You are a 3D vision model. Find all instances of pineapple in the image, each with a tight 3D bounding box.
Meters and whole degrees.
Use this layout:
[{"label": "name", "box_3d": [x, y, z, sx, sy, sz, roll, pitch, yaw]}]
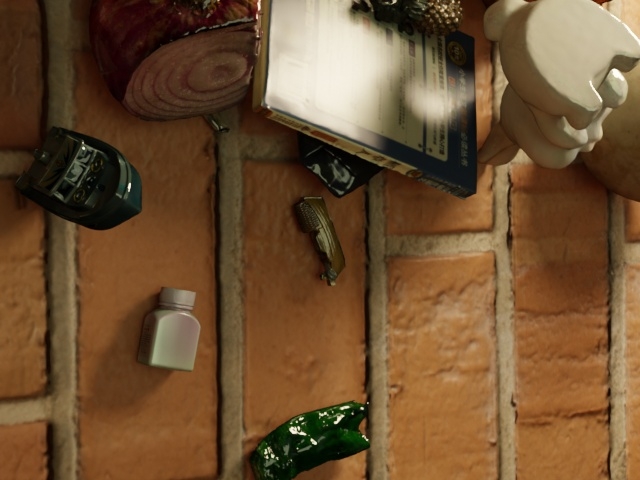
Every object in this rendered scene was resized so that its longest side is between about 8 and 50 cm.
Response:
[{"label": "pineapple", "box_3d": [0.147, -0.367, 1.969, 0.159, 0.074, 0.074, 7, 87, -34]}]

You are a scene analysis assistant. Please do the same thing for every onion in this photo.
[{"label": "onion", "box_3d": [-0.199, -0.315, 1.756, 0.256, 0.272, 0.230, -3, 66, -37]}]

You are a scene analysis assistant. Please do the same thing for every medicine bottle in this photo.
[{"label": "medicine bottle", "box_3d": [-0.218, 0.129, 1.838, 0.074, 0.055, 0.117, 11, 87, -30]}]

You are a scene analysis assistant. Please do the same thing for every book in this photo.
[{"label": "book", "box_3d": [0.082, -0.261, 1.942, 0.428, 0.039, 0.300, 20, 61, -34]}]

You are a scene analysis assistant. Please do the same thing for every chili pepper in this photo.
[{"label": "chili pepper", "box_3d": [-0.008, 0.315, 1.965, 0.224, 0.061, 0.098, -20, 94, -27]}]

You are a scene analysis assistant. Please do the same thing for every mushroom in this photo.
[{"label": "mushroom", "box_3d": [0.602, -0.221, 2.211, 0.297, 0.298, 0.290, 45, 43, -23]}]

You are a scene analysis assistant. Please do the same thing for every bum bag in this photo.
[{"label": "bum bag", "box_3d": [0.087, -0.163, 2.002, 0.310, 0.074, 0.137, -24, 91, -34]}]

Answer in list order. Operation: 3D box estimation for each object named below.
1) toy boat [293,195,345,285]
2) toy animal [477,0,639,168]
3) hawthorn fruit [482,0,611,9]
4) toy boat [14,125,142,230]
[{"label": "toy boat", "box_3d": [0.000, 0.000, 1.972, 0.049, 0.047, 0.149, -22, 99, -15]}, {"label": "toy animal", "box_3d": [0.352, -0.240, 2.005, 0.241, 0.367, 0.196, 40, 73, 15]}, {"label": "hawthorn fruit", "box_3d": [0.356, -0.479, 2.059, 0.298, 0.277, 0.277, 28, 76, -2]}, {"label": "toy boat", "box_3d": [-0.314, -0.081, 1.637, 0.122, 0.296, 0.114, 32, 84, -32]}]
